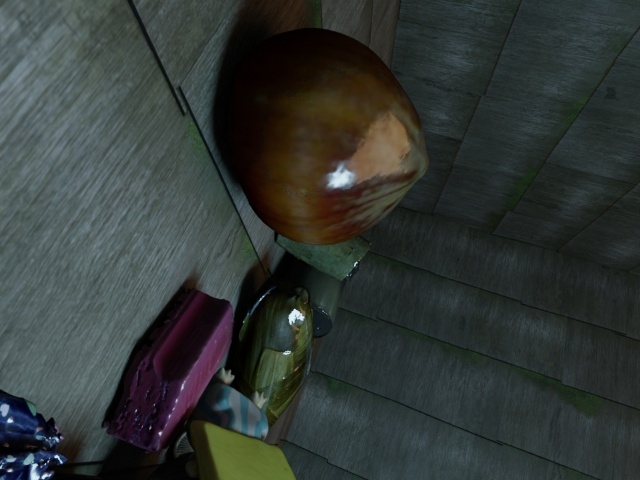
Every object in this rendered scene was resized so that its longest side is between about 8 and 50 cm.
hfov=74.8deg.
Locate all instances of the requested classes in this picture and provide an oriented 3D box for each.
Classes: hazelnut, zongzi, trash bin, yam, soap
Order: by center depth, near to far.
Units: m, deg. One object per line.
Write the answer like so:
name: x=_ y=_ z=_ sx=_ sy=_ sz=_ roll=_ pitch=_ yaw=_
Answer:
soap: x=-0.248 y=0.224 z=0.710 sx=0.162 sy=0.099 sz=0.250 roll=106 pitch=8 yaw=-48
hazelnut: x=0.004 y=-0.166 z=0.775 sx=0.409 sy=0.359 sz=0.359 roll=62 pitch=45 yaw=-63
zongzi: x=-0.159 y=0.343 z=1.059 sx=0.403 sy=0.207 sz=0.432 roll=98 pitch=17 yaw=-45
yam: x=0.000 y=0.000 z=1.205 sx=0.161 sy=0.268 sz=0.161 roll=-60 pitch=180 yaw=0
trash bin: x=-0.021 y=0.140 z=1.338 sx=0.301 sy=0.252 sz=0.203 roll=-69 pitch=168 yaw=-45

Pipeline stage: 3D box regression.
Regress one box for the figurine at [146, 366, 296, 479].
figurine: x=-0.248 y=0.487 z=0.750 sx=0.377 sy=0.266 sz=0.361 roll=-42 pitch=-157 yaw=1

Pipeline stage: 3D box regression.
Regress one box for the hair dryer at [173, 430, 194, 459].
hair dryer: x=-0.338 y=0.577 z=0.869 sx=0.344 sy=0.106 sz=0.189 roll=-43 pitch=152 yaw=-52

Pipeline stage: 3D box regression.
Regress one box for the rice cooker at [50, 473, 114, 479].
rice cooker: x=-0.272 y=0.406 z=0.446 sx=0.267 sy=0.267 sz=0.224 roll=73 pitch=32 yaw=-72

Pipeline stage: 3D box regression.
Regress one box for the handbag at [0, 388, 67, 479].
handbag: x=-0.321 y=0.237 z=0.309 sx=0.260 sy=0.113 sz=0.162 roll=-60 pitch=159 yaw=-22
